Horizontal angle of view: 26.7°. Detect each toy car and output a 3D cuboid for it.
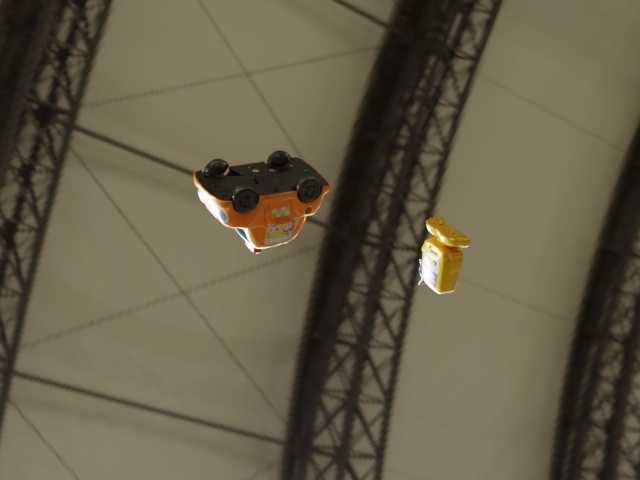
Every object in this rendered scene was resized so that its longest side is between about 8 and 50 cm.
[{"bbox_3d":[0.000,0.000,0.582,0.060,0.122,0.041,-22,-51,-42],"label":"toy car"}]
